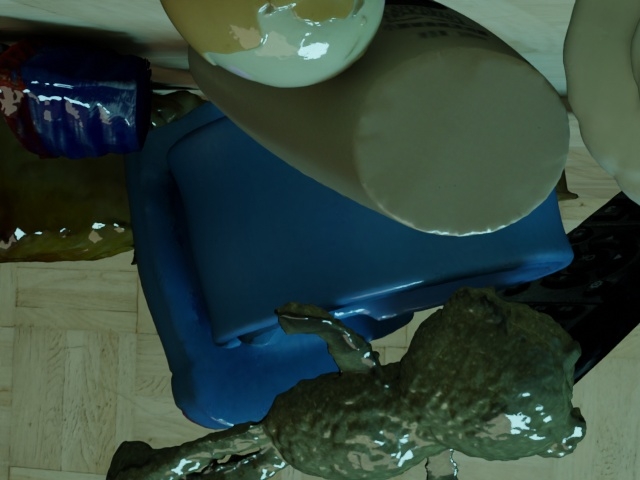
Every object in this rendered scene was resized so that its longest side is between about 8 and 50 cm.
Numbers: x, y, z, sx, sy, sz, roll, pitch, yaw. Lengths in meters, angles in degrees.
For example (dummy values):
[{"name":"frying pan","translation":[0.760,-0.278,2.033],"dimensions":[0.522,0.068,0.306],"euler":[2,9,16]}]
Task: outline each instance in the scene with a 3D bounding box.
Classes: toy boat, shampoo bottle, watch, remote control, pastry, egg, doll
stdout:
[{"name":"toy boat","translation":[-0.241,-0.092,1.100],"dimensions":[0.318,0.072,0.219],"euler":[5,177,22]},{"name":"shampoo bottle","translation":[0.016,-0.066,0.728],"dimensions":[0.127,0.078,0.257],"euler":[-2,-166,-16]},{"name":"watch","translation":[0.051,-0.013,1.159],"dimensions":[0.305,0.241,0.274],"euler":[-12,173,-34]},{"name":"remote control","translation":[0.216,0.022,1.301],"dimensions":[0.399,0.062,0.144],"euler":[-36,-161,-32]},{"name":"pastry","translation":[-0.256,-0.051,1.327],"dimensions":[0.329,0.136,0.329],"euler":[1,180,0]},{"name":"egg","translation":[-0.018,-0.088,0.593],"dimensions":[0.083,0.071,0.071],"euler":[8,176,-42]},{"name":"doll","translation":[0.019,0.115,1.074],"dimensions":[0.202,0.286,0.091],"euler":[34,-146,-14]},{"name":"doll","translation":[0.158,-0.065,0.682],"dimensions":[0.138,0.119,0.293],"euler":[24,-172,11]}]

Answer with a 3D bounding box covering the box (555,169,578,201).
[{"name":"box","translation":[0.143,-0.051,1.438],"dimensions":[0.111,0.111,0.177],"euler":[2,179,-4]}]
